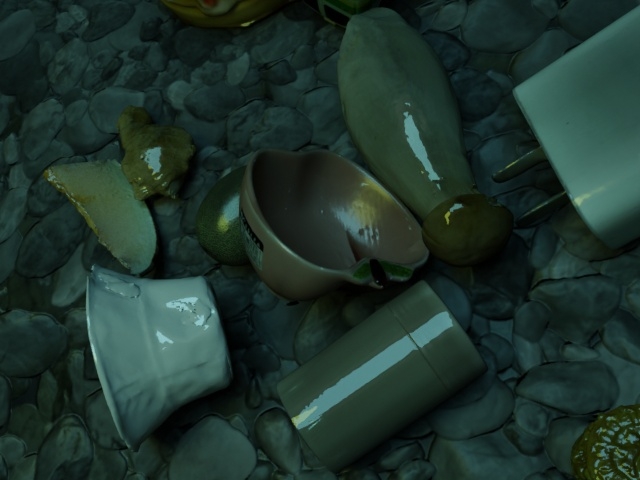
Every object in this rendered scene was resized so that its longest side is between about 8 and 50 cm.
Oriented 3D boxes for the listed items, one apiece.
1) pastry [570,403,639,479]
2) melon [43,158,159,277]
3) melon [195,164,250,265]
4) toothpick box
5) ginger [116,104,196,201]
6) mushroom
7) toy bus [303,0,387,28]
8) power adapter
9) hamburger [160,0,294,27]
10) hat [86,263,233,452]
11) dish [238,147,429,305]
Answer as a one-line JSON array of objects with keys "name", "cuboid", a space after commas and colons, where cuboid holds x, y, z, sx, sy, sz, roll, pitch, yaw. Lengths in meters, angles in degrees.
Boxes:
[{"name": "pastry", "cuboid": [0.279, 0.198, 0.680, 0.109, 0.057, 0.097, -6, 59, 13]}, {"name": "melon", "cuboid": [-0.248, -0.025, 0.941, 0.182, 0.098, 0.054, 47, 112, 14]}, {"name": "melon", "cuboid": [-0.085, -0.031, 0.880, 0.098, 0.098, 0.131, 25, 69, 26]}, {"name": "toothpick box", "cuboid": [0.060, 0.131, 0.749, 0.180, 0.111, 0.111, -35, 60, 1]}, {"name": "ginger", "cuboid": [-0.211, -0.125, 0.984, 0.096, 0.067, 0.165, -28, 56, 6]}, {"name": "mushroom", "cuboid": [0.101, -0.125, 0.843, 0.128, 0.128, 0.350, -25, 60, 6]}, {"name": "toy bus", "cuboid": [0.077, -0.405, 0.961, 0.133, 0.165, 0.276, 35, 79, 13]}, {"name": "power adapter", "cuboid": [0.292, -0.102, 0.757, 0.255, 0.124, 0.187, -34, 57, 24]}, {"name": "hamburger", "cuboid": [-0.147, -0.440, 1.013, 0.276, 0.237, 0.276, -8, 65, 17]}, {"name": "hat", "cuboid": [-0.162, 0.110, 0.814, 0.126, 0.203, 0.203, -12, 61, -8]}, {"name": "dish", "cuboid": [0.000, 0.000, 0.804, 0.213, 0.213, 0.090, 56, 130, 30]}]
